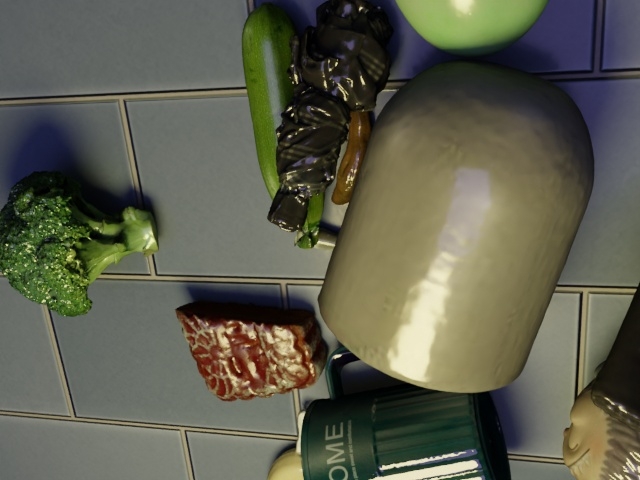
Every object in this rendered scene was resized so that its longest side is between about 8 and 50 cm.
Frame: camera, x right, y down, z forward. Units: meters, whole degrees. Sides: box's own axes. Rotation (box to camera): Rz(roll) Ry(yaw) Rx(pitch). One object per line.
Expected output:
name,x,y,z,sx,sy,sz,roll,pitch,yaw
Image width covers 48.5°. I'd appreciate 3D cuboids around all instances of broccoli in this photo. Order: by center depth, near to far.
broccoli,-0.411,0.005,1.197,0.270,0.270,0.270,-7,113,-15

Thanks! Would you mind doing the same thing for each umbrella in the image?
umbrella,0.011,-0.175,1.011,0.154,0.128,0.337,9,94,-34

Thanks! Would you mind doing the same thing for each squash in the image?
squash,-0.055,-0.168,1.092,0.101,0.101,0.379,-6,109,18

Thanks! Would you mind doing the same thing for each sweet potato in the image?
sweet potato,0.057,-0.134,1.101,0.053,0.054,0.182,11,112,1

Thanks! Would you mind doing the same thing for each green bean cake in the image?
green bean cake,-0.117,0.182,1.252,0.232,0.097,0.199,-10,109,19

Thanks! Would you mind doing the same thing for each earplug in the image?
earplug,0.186,-0.041,0.964,0.312,0.313,0.394,17,113,8

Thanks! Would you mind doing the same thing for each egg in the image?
egg,0.185,-0.365,0.877,0.220,0.220,0.270,-6,113,18

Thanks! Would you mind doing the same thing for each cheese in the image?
cheese,-0.042,0.432,1.349,0.163,0.071,0.249,-11,109,18

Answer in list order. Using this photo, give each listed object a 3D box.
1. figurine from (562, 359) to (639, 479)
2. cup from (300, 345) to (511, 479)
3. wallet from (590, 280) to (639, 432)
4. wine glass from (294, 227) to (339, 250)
figurine,0.497,0.257,0.979,0.266,0.361,0.378,-16,106,-19
cup,0.148,0.333,1.195,0.292,0.308,0.242,-16,139,20
wallet,0.521,0.082,0.915,0.228,0.062,0.406,29,72,5
wine glass,0.000,0.000,1.178,0.083,0.042,0.039,15,144,6
